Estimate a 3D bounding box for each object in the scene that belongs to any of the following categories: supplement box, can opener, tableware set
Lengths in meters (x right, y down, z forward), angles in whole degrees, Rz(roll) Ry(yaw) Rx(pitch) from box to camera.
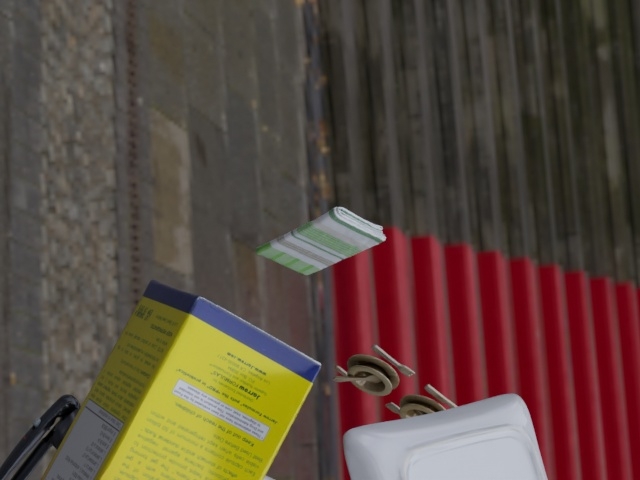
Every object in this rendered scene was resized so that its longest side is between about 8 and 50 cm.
[{"bbox_3d":[-0.190,0.255,1.613,0.357,0.195,0.194,-62,-156,-8],"label":"supplement box"},{"bbox_3d":[-0.430,0.309,1.969,0.059,0.186,0.073,45,5,-19],"label":"can opener"},{"bbox_3d":[0.118,0.247,2.024,0.194,0.128,0.039,37,55,-12],"label":"tableware set"}]

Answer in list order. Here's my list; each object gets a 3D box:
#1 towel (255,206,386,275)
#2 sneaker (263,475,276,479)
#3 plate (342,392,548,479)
[{"bbox_3d":[0.000,0.000,1.799,0.113,0.152,0.023,27,49,-44],"label":"towel"},{"bbox_3d":[-0.158,0.349,2.093,0.108,0.292,0.169,-113,-139,-70],"label":"sneaker"},{"bbox_3d":[0.173,0.318,1.432,0.278,0.045,0.277,-6,76,-37],"label":"plate"}]
